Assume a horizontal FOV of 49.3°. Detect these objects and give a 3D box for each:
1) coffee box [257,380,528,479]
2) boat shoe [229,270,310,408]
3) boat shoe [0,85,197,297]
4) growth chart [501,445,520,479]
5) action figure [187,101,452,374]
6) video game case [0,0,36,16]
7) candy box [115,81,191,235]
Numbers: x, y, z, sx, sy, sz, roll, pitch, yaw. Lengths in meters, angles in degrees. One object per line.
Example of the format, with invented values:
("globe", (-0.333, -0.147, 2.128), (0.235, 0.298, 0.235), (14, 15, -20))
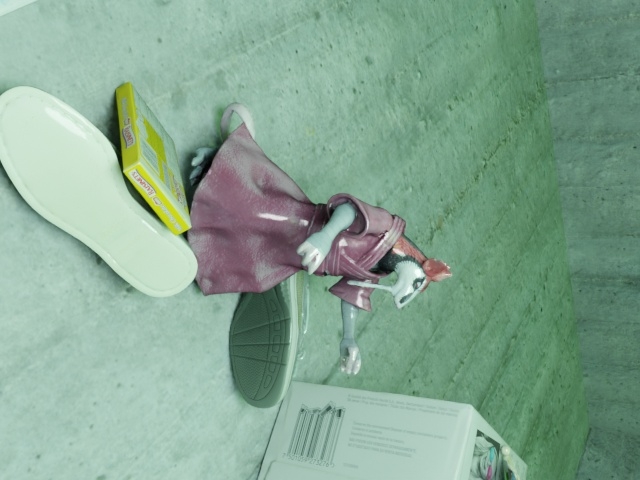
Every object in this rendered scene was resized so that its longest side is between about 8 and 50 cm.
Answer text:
("coffee box", (0.112, 0.463, 1.155), (0.334, 0.337, 0.338), (46, 54, -46))
("boat shoe", (-0.063, 0.097, 1.084), (0.103, 0.118, 0.320), (20, 67, -54))
("boat shoe", (-0.257, -0.057, 0.806), (0.109, 0.091, 0.305), (-35, 126, 1))
("growth chart", (0.293, 0.410, 1.023), (0.237, 0.021, 0.172), (-62, 142, -74))
("action figure", (0.000, 0.000, 0.967), (0.248, 0.370, 0.276), (95, 7, -48))
("video game case", (-0.339, -0.330, 0.736), (0.143, 0.019, 0.157), (-50, 131, -43))
("candy box", (-0.202, -0.103, 0.832), (0.105, 0.027, 0.206), (61, 3, -39))
